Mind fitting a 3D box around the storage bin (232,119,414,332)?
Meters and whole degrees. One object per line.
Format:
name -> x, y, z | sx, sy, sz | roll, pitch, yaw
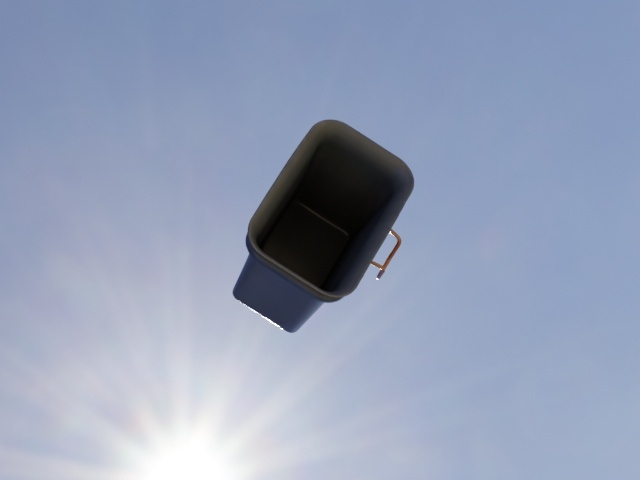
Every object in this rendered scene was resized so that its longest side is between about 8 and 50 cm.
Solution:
storage bin -> 0.000, 0.000, 1.094 | 0.135, 0.098, 0.091 | -59, 2, -35
